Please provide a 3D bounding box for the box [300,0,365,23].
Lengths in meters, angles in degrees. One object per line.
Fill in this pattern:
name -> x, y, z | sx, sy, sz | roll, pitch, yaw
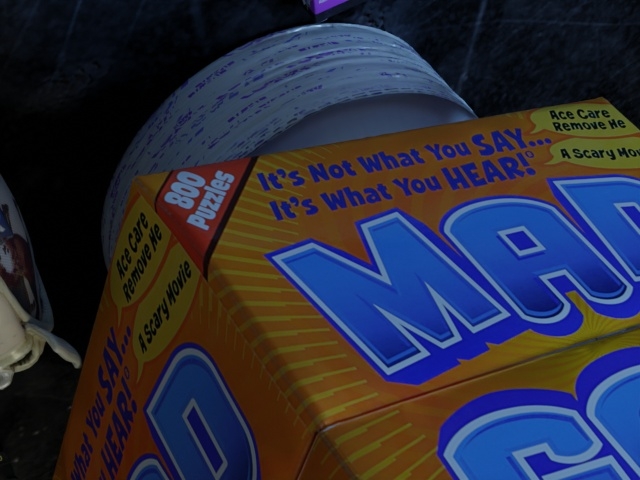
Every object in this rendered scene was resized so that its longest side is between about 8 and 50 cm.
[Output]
box -> 0.034, -0.226, 0.850 | 0.116, 0.029, 0.162 | -26, 143, -16

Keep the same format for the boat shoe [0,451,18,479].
boat shoe -> -0.296, 0.196, 1.028 | 0.133, 0.042, 0.049 | -14, 163, -26

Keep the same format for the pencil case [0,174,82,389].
pencil case -> -0.348, 0.083, 0.746 | 0.410, 0.183, 0.160 | -30, 152, -8

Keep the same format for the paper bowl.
paper bowl -> 0.000, 0.000, 0.967 | 0.284, 0.148, 0.284 | -23, 141, -20

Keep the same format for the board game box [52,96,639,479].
board game box -> 0.089, 0.179, 0.792 | 0.357, 0.356, 0.356 | -12, 139, -36
